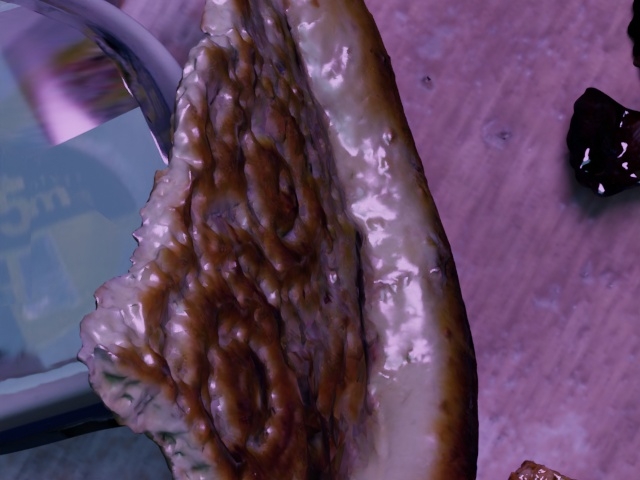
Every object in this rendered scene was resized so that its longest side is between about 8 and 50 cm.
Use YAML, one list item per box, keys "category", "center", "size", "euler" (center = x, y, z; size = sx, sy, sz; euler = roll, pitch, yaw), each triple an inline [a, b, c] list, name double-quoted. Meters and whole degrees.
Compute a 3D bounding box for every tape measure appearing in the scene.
- category: "tape measure"
  center: [-0.173, -0.013, 0.785]
  size: [0.259, 0.138, 0.262]
  euler: [-17, 84, -6]

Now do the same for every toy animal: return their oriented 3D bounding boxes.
- category: "toy animal"
  center: [0.254, -0.064, 0.845]
  size: [0.180, 0.116, 0.218]
  euler: [15, 52, -27]

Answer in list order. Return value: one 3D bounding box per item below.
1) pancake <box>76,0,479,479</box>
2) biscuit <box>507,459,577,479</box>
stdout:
- category: "pancake"
  center: [0.003, 0.004, 0.726]
  size: [0.067, 0.305, 0.426]
  euler: [-16, 49, 26]
- category: "biscuit"
  center: [0.101, 0.227, 0.819]
  size: [0.064, 0.034, 0.199]
  euler: [28, 83, 2]
